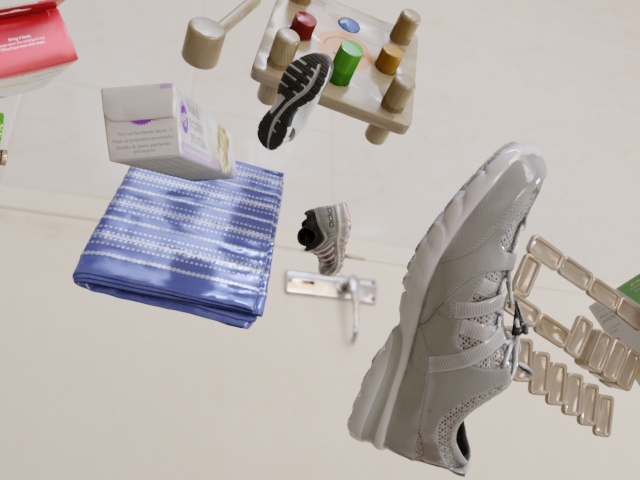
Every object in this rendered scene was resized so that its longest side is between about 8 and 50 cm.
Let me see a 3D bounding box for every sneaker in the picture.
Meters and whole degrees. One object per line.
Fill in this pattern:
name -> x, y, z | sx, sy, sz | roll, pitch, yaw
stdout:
sneaker -> 0.120, 0.060, 0.479 | 0.105, 0.115, 0.281 | -37, 148, -61
sneaker -> -0.021, -0.136, 0.587 | 0.109, 0.040, 0.043 | -49, 170, 33
sneaker -> 0.000, 0.000, 0.931 | 0.170, 0.074, 0.063 | 99, -12, -57

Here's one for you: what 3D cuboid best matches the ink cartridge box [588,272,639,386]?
ink cartridge box -> 0.536, 0.149, 0.915 | 0.212, 0.093, 0.154 | 63, -25, 20

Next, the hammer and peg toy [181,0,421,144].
hammer and peg toy -> -0.015, -0.319, 0.964 | 0.127, 0.361, 0.266 | 120, -14, -50

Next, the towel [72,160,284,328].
towel -> -0.182, -0.023, 0.882 | 0.336, 0.243, 0.040 | -85, -169, -51

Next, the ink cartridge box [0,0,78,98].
ink cartridge box -> -0.437, -0.261, 0.857 | 0.231, 0.134, 0.078 | -1, -68, 53

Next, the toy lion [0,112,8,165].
toy lion -> -0.483, -0.135, 0.896 | 0.100, 0.034, 0.096 | -48, -134, 39

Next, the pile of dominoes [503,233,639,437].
pile of dominoes -> 0.343, 0.138, 0.857 | 0.196, 0.251, 0.040 | -61, -165, -13

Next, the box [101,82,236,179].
box -> -0.147, -0.105, 0.661 | 0.324, 0.067, 0.063 | -65, 149, -87
